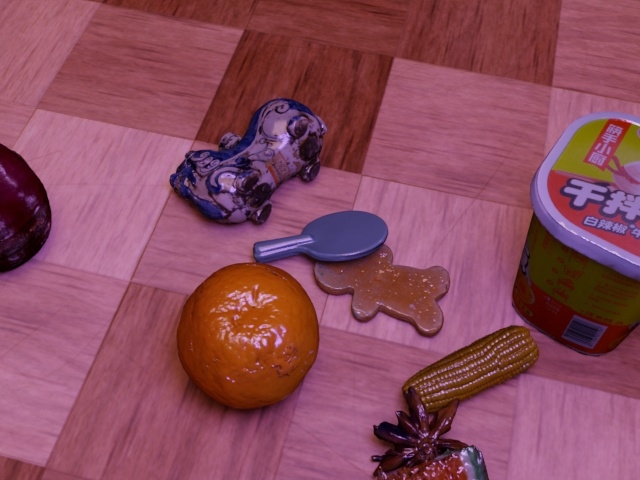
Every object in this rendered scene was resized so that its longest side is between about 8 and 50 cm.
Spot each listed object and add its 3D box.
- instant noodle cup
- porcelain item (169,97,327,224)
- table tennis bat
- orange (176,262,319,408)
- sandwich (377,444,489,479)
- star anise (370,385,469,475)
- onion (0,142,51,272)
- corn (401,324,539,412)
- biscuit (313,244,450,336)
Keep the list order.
[{"bbox_3d":[0.438,0.010,1.231,0.293,0.308,0.294,1,55,-2],"label":"instant noodle cup"},{"bbox_3d":[-0.127,-0.148,1.447,0.186,0.138,0.288,25,61,36],"label":"porcelain item"},{"bbox_3d":[0.000,0.000,1.370,0.237,0.038,0.149,-12,32,-7],"label":"table tennis bat"},{"bbox_3d":[-0.108,0.143,1.197,0.219,0.193,0.219,-8,47,9],"label":"orange"},{"bbox_3d":[0.143,0.394,1.071,0.159,0.079,0.235,5,78,-12],"label":"sandwich"},{"bbox_3d":[0.151,0.297,1.158,0.167,0.057,0.168,0,88,4],"label":"star anise"},{"bbox_3d":[-0.564,-0.066,1.320,0.207,0.206,0.216,33,62,20],"label":"onion"},{"bbox_3d":[0.234,0.203,1.236,0.231,0.080,0.080,-24,59,-12],"label":"corn"},{"bbox_3d":[0.102,0.075,1.346,0.234,0.030,0.153,13,54,8],"label":"biscuit"}]
